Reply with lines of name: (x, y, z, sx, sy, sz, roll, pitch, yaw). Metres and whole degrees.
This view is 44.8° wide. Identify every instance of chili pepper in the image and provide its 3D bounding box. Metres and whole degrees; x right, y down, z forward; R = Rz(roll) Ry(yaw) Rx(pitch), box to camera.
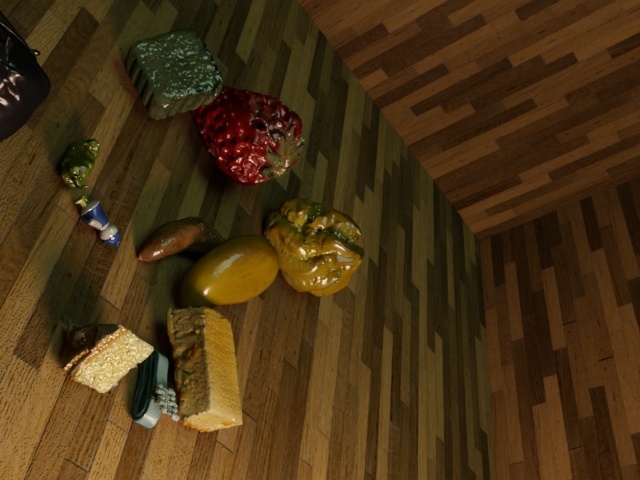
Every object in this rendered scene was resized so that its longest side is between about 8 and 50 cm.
chili pepper: (-0.558, -0.168, 1.771, 0.072, 0.073, 0.204, 32, 28, -21)

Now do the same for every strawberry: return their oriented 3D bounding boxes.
strawberry: (-0.240, -0.326, 2.300, 0.345, 0.295, 0.317, 33, 46, 14)

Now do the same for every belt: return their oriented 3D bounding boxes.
belt: (-0.359, 0.319, 1.705, 0.065, 0.100, 0.179, 44, 31, -42)

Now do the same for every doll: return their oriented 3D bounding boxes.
doll: (-0.506, -0.042, 1.778, 0.143, 0.058, 0.098, 55, 9, -22)

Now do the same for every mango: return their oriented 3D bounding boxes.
mango: (-0.228, 0.079, 2.024, 0.142, 0.195, 0.332, 32, 20, 23)

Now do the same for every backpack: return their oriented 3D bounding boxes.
backpack: (-0.715, -0.390, 1.439, 0.446, 0.255, 0.363, 42, 1, -16)

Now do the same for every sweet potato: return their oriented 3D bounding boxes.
sweet potato: (-0.340, -0.006, 2.008, 0.341, 0.092, 0.113, -1, 94, -60)

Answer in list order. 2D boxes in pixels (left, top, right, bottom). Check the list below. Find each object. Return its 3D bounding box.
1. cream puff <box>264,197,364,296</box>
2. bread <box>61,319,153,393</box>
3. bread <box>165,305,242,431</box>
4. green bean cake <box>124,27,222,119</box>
cream puff: (0.000, -0.002, 2.427, 0.291, 0.257, 0.324, 49, 31, -36)
bread: (-0.436, 0.231, 1.592, 0.147, 0.152, 0.127, 46, 33, -50)
bread: (-0.273, 0.301, 1.817, 0.185, 0.114, 0.274, 49, 25, -60)
green bean cake: (-0.398, -0.458, 2.136, 0.227, 0.125, 0.222, -26, 84, -28)
